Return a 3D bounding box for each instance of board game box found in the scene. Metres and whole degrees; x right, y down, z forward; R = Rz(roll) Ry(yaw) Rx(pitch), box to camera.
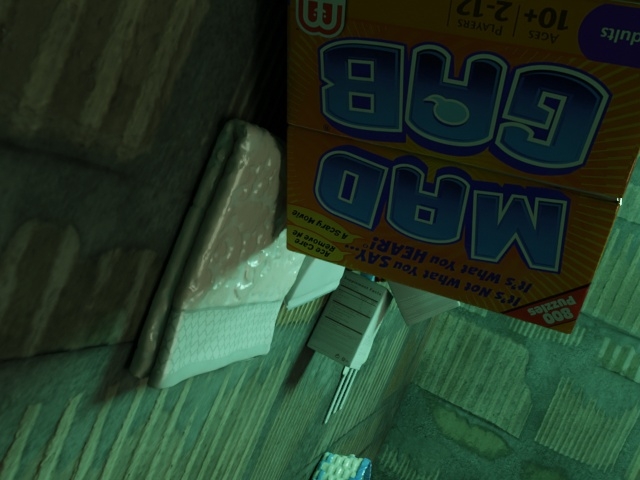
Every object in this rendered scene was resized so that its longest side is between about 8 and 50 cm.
[{"bbox_3d":[0.193,-0.175,0.795,0.356,0.356,0.356,-53,152,-48],"label":"board game box"}]

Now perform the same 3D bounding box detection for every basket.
[{"bbox_3d":[0.115,0.767,1.933,0.201,0.289,0.255,-54,159,-33],"label":"basket"}]

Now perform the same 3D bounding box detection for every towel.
[{"bbox_3d":[-0.089,0.025,0.844,0.317,0.053,0.332,-67,162,4],"label":"towel"}]

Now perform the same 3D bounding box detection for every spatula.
[{"bbox_3d":[0.080,0.388,1.805,0.168,0.019,0.242,-9,121,-69],"label":"spatula"}]

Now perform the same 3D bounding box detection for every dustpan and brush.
[{"bbox_3d":[0.000,0.000,1.069,0.147,0.060,0.211,-19,138,-49],"label":"dustpan and brush"}]

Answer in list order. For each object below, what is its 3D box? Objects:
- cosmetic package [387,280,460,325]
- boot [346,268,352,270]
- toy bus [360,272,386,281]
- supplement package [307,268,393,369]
[{"bbox_3d":[0.186,0.044,1.315,0.107,0.127,0.238,-101,170,-62],"label":"cosmetic package"},{"bbox_3d":[0.090,0.010,1.345,0.118,0.042,0.087,-28,131,-60],"label":"boot"},{"bbox_3d":[0.187,0.047,1.543,0.202,0.104,0.191,-16,128,-66],"label":"toy bus"},{"bbox_3d":[0.065,0.166,1.353,0.179,0.105,0.105,-63,161,-7],"label":"supplement package"}]
